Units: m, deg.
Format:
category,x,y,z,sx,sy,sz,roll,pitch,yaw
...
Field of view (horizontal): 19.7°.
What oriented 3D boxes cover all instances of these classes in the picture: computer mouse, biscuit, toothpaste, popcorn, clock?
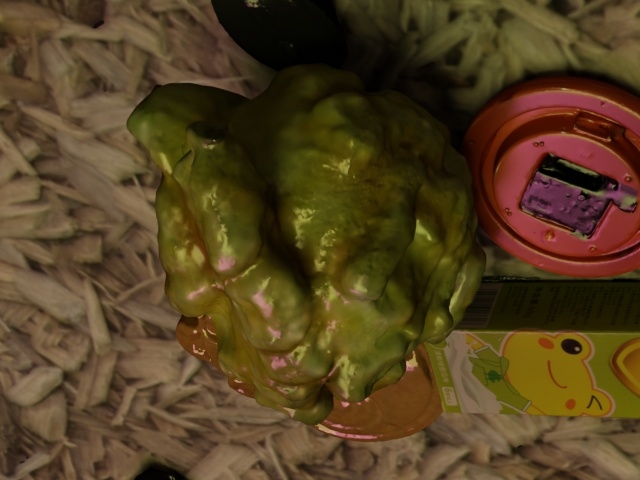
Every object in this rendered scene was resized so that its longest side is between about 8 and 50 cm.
category,x,y,z,sx,sy,sz,roll,pitch,yaw
computer mouse,-0.041,-0.197,1.567,0.099,0.057,0.172,-18,122,32
biscuit,-0.009,0.109,1.826,0.289,0.044,0.202,19,133,4
toothpaste,0.256,0.098,1.678,0.327,0.077,0.110,0,127,23
popcorn,0.000,-0.007,1.559,0.274,0.279,0.335,51,152,41
clock,0.217,-0.051,1.587,0.205,0.051,0.205,12,131,14

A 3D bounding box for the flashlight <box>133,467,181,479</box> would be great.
category,x,y,z,sx,sy,sz,roll,pitch,yaw
flashlight,-0.218,0.347,2.083,0.093,0.093,0.232,31,133,-4
